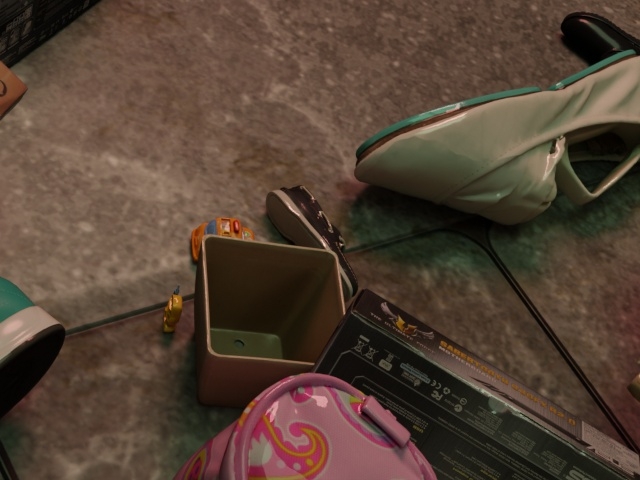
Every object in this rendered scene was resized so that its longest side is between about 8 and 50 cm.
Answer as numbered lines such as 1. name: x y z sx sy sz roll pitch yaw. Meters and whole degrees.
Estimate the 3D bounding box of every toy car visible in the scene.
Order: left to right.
1. toy car: -0.084 0.026 0.959 0.060 0.040 0.122 21 46 -7

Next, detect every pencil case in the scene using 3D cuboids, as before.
1. pencil case: -0.043 0.182 0.682 0.124 0.284 0.124 12 55 -18

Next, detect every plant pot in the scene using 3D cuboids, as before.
1. plant pot: -0.048 0.073 0.897 0.109 0.096 0.109 8 49 -19

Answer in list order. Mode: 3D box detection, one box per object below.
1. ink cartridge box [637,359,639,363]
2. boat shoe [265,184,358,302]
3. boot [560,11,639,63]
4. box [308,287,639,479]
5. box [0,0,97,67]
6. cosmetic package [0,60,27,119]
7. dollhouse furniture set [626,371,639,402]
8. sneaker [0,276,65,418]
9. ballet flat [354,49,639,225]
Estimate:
1. ink cartridge box: 0.359 0.009 0.979 0.235 0.171 0.056 -35 100 -52
2. boat shoe: 0.000 0.000 1.018 0.038 0.046 0.125 -20 54 -30
3. boot: 0.320 -0.200 1.334 0.121 0.045 0.099 27 52 1
4. box: 0.079 0.170 0.812 0.231 0.183 0.056 31 19 3
5. box: -0.244 -0.256 1.027 0.059 0.183 0.233 33 47 4
6. cosmetic package: -0.376 -0.145 0.824 0.296 0.153 0.129 45 49 -17
7. dollhouse furniture set: 0.433 0.196 0.901 0.394 0.256 0.362 43 48 13
8. sneaker: -0.327 0.084 0.743 0.178 0.124 0.295 41 47 12
9. ballet flat: 0.213 -0.088 1.144 0.400 0.139 0.139 -20 63 -37
